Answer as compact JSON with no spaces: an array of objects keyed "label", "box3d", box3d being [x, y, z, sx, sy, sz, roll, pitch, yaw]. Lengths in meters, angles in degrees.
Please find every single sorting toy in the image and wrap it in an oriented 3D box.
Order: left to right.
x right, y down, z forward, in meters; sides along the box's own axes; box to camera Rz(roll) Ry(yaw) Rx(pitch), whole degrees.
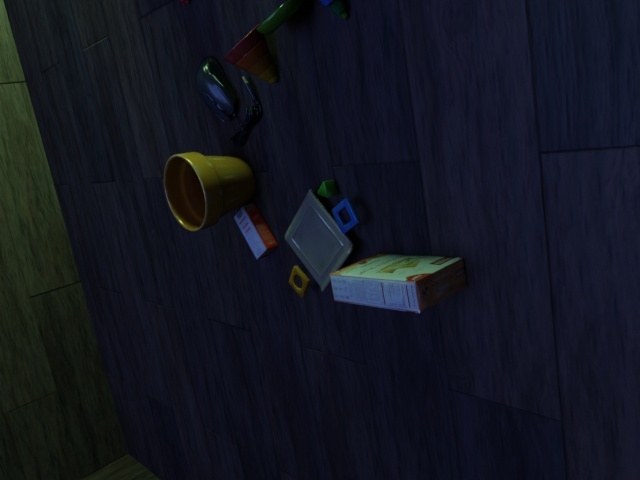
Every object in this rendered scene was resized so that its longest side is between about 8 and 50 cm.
[{"label":"sorting toy","box3d":[-0.069,-0.449,1.246,0.365,0.127,0.126,-18,121,48]},{"label":"sorting toy","box3d":[0.000,0.000,1.377,0.196,0.047,0.348,56,138,23]}]

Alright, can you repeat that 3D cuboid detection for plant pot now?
[{"label":"plant pot","box3d":[-0.287,-0.146,1.528,0.205,0.188,0.205,22,122,41]}]

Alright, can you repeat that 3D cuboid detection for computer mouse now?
[{"label":"computer mouse","box3d":[-0.253,-0.389,1.486,0.184,0.060,0.262,-35,79,51]}]

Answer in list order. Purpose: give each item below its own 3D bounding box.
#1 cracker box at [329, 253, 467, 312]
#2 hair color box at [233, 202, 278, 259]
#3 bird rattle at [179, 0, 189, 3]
[{"label":"cracker box","box3d":[0.154,0.080,1.147,0.232,0.156,0.067,2,107,48]},{"label":"hair color box","box3d":[-0.180,-0.026,1.571,0.072,0.043,0.141,-41,75,49]},{"label":"bird rattle","box3d":[-0.394,-0.764,1.477,0.207,0.143,0.253,60,154,29]}]
